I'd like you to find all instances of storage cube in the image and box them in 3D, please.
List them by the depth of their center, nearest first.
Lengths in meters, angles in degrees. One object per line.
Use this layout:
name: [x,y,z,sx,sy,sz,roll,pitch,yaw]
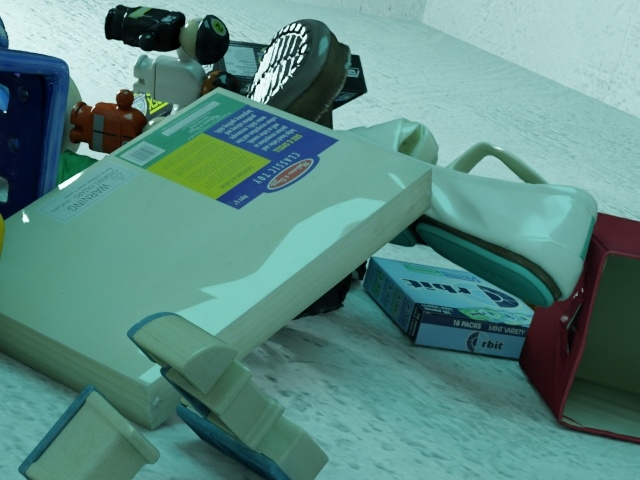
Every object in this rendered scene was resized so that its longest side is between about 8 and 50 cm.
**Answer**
storage cube: [0.328,0.089,1.889,0.215,0.184,0.193,11,13,-10]

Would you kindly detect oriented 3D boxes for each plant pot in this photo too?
plant pot: [-0.396,-0.083,1.749,0.236,0.236,0.212,-1,15,-45]

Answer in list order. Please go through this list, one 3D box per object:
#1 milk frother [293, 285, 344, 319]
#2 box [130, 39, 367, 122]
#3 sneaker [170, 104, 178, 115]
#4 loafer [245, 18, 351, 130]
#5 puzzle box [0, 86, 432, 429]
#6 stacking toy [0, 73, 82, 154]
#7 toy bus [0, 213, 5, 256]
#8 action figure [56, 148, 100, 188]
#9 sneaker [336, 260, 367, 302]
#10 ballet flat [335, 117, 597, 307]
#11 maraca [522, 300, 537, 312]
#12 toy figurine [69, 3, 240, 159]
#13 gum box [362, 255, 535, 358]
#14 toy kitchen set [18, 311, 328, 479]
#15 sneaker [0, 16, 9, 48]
milk frother: [-0.063,0.019,1.861,0.129,0.135,0.143,-15,-3,24]
box: [-0.103,-0.202,2.598,0.270,0.060,0.216,1,-19,-44]
sneaker: [-0.110,-0.144,2.476,0.099,0.121,0.262,23,16,28]
loafer: [-0.031,-0.117,2.094,0.130,0.134,0.366,21,-30,-10]
puzzle box: [-0.119,0.000,1.720,0.272,0.052,0.409,23,42,32]
stacking toy: [-0.414,-0.118,2.104,0.141,0.141,0.330,21,23,26]
toy bus: [-0.408,0.032,1.482,0.108,0.130,0.332,23,16,32]
action figure: [-0.271,-0.054,2.089,0.137,0.063,0.232,9,19,-14]
sneaker: [0.000,0.000,2.087,0.108,0.100,0.271,12,14,12]
ballet flat: [0.113,-0.051,1.903,0.400,0.139,0.139,22,16,37]
maraca: [0.262,0.046,2.139,0.185,0.099,0.127,27,-7,20]
toy figurine: [-0.184,-0.158,2.228,0.148,0.213,0.209,11,-21,14]
gum box: [0.149,0.074,2.055,0.157,0.041,0.184,9,14,-20]
toy kitchen set: [-0.124,0.158,1.428,0.122,0.166,0.207,27,-18,40]
sneaker: [-0.481,-0.207,2.031,0.330,0.130,0.147,-1,51,-42]
